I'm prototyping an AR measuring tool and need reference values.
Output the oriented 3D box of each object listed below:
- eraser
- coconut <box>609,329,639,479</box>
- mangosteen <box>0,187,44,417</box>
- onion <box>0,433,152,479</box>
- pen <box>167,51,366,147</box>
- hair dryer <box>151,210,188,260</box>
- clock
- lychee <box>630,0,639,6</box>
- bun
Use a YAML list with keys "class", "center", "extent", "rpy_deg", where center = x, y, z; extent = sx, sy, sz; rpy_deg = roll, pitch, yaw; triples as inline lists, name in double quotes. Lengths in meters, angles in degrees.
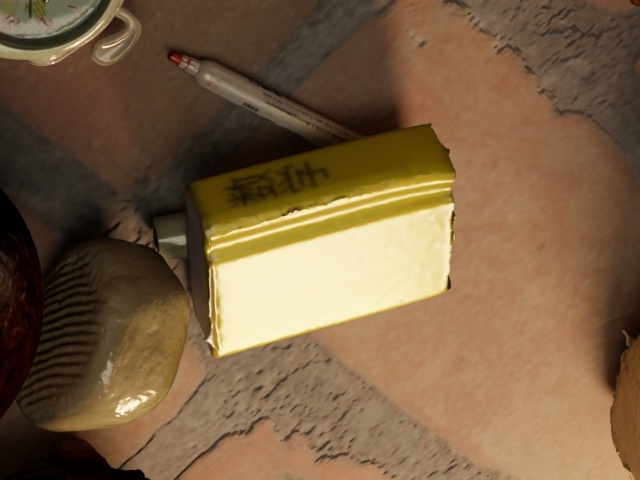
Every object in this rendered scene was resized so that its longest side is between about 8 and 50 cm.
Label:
- class: "eraser"
  center: [0.000, 0.000, 1.464]
  extent: [0.226, 0.069, 0.158]
  rpy_deg: [-16, 139, -14]
- class: "coconut"
  center: [0.416, 0.154, 1.579]
  extent: [0.297, 0.254, 0.297]
  rpy_deg: [-6, 122, -10]
- class: "mangosteen"
  center: [-0.358, 0.029, 1.312]
  extent: [0.330, 0.330, 0.330]
  rpy_deg: [-6, 120, -10]
- class: "onion"
  center: [-0.200, 0.262, 1.545]
  extent: [0.272, 0.195, 0.272]
  rpy_deg: [3, 157, 1]
- class: "pen"
  center: [-0.030, -0.104, 1.459]
  extent: [0.218, 0.026, 0.026]
  rpy_deg: [25, 111, -24]
- class: "hair dryer"
  center: [-0.104, 0.028, 1.515]
  extent: [0.063, 0.038, 0.124]
  rpy_deg: [-9, 128, -6]
- class: "clock"
  center: [-0.214, -0.206, 1.334]
  extent: [0.191, 0.062, 0.151]
  rpy_deg: [15, 114, -21]
- class: "lychee"
  center: [0.286, -0.258, 1.358]
  extent: [0.194, 0.194, 0.194]
  rpy_deg: [-6, 120, -10]
- class: "bun"
  center: [-0.168, 0.082, 1.455]
  extent: [0.113, 0.173, 0.167]
  rpy_deg: [21, 93, -33]
